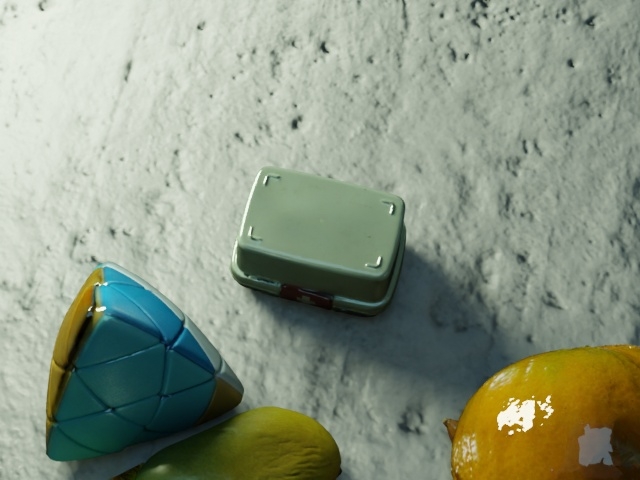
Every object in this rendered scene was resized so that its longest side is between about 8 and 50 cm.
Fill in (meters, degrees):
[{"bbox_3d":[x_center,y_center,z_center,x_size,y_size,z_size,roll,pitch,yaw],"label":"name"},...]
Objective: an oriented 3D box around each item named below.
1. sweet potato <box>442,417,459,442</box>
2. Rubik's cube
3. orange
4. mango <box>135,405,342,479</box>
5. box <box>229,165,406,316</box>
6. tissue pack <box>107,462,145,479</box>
[{"bbox_3d":[0.181,0.248,1.555,0.034,0.034,0.095,-38,85,-17],"label":"sweet potato"},{"bbox_3d":[-0.213,0.176,1.510,0.255,0.254,0.254,1,67,-3],"label":"Rubik's cube"},{"bbox_3d":[0.315,0.249,1.513,0.310,0.274,0.274,-10,66,21],"label":"orange"},{"bbox_3d":[-0.086,0.268,1.475,0.238,0.091,0.137,-21,61,-31],"label":"mango"},{"bbox_3d":[0.000,0.000,1.594,0.210,0.129,0.148,13,66,3],"label":"box"},{"bbox_3d":[-0.179,0.339,1.455,0.176,0.095,0.062,45,113,14],"label":"tissue pack"}]
